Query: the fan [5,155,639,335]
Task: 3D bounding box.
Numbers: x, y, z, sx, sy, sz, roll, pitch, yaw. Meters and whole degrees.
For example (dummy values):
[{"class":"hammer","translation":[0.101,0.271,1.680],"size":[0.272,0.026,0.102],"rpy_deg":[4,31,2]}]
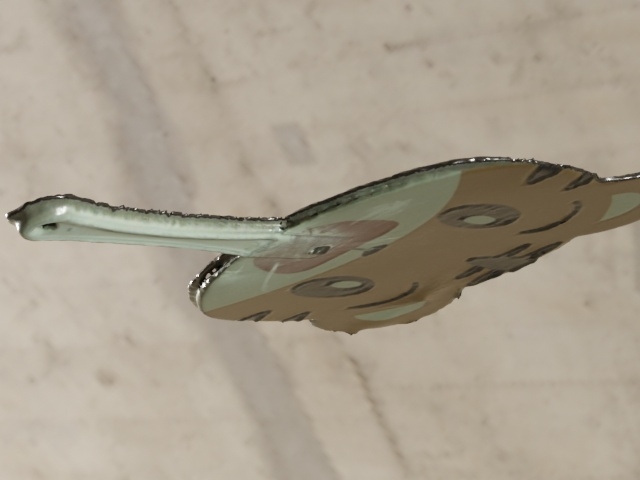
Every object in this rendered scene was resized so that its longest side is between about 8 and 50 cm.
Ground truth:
[{"class":"fan","translation":[0.000,0.000,0.608],"size":[0.152,0.226,0.008],"rpy_deg":[-27,-112,40]}]
